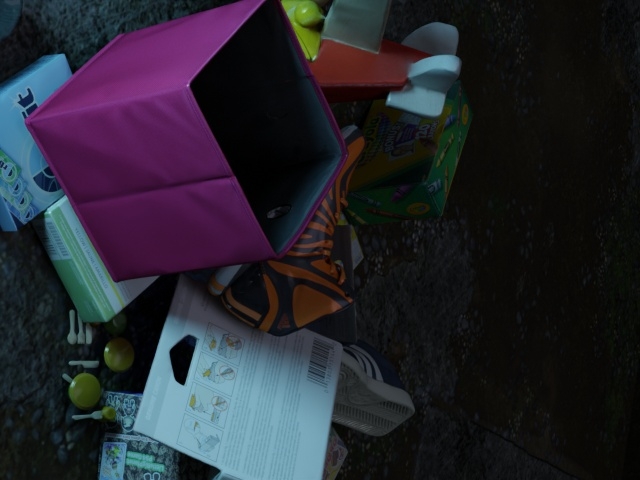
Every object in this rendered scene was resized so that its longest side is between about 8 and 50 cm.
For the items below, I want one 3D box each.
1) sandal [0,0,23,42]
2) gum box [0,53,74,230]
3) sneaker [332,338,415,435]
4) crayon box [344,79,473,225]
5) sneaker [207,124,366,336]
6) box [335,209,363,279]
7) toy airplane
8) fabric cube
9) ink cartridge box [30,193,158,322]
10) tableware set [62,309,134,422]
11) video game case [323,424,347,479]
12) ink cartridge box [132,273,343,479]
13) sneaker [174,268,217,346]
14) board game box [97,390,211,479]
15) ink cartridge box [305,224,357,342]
[{"bbox_3d":[-0.468,-0.195,1.412,0.446,0.107,0.167,-56,132,-36],"label":"sandal"},{"bbox_3d":[-0.363,-0.124,1.630,0.184,0.041,0.157,-45,127,-45],"label":"gum box"},{"bbox_3d":[0.019,0.207,2.121,0.350,0.131,0.148,39,20,-51],"label":"sneaker"},{"bbox_3d":[0.149,-0.151,2.233,0.081,0.165,0.278,62,34,-36],"label":"crayon box"},{"bbox_3d":[0.000,0.000,1.830,0.180,0.124,0.321,39,78,-3],"label":"sneaker"},{"bbox_3d":[0.009,-0.017,2.179,0.105,0.043,0.179,-48,131,-43],"label":"box"},{"bbox_3d":[0.018,-0.295,1.891,0.384,0.386,0.272,11,67,-53],"label":"toy airplane"},{"bbox_3d":[-0.160,-0.126,1.648,0.259,0.258,0.254,64,35,-26],"label":"fabric cube"},{"bbox_3d":[-0.267,-0.022,1.748,0.235,0.056,0.171,-45,119,-43],"label":"ink cartridge box"},{"bbox_3d":[-0.296,0.166,1.737,0.104,0.024,0.154,3,79,-41],"label":"tableware set"},{"bbox_3d":[-0.045,0.373,2.129,0.227,0.026,0.206,-61,137,-35],"label":"video game case"},{"bbox_3d":[-0.111,0.210,1.743,0.261,0.066,0.296,25,40,-12],"label":"ink cartridge box"},{"bbox_3d":[-0.134,0.006,1.921,0.146,0.102,0.293,-2,103,-56],"label":"sneaker"},{"bbox_3d":[-0.185,0.359,1.821,0.232,0.141,0.291,8,85,-55],"label":"board game box"},{"bbox_3d":[-0.025,0.055,1.969,0.056,0.224,0.181,-15,104,-52],"label":"ink cartridge box"}]
